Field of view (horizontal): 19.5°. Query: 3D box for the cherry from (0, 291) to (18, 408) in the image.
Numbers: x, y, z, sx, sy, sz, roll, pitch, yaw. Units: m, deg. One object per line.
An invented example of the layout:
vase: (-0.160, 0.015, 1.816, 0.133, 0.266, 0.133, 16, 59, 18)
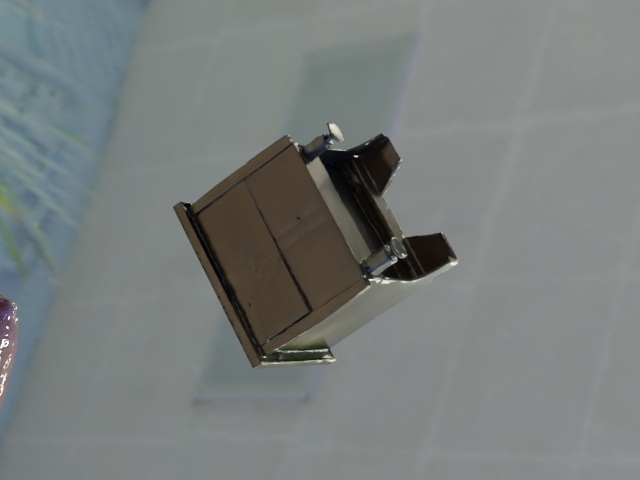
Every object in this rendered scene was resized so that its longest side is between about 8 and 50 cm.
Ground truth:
cherry: (-0.249, 0.075, 0.877, 0.249, 0.175, 0.192, -20, -115, 16)

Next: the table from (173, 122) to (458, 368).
table: (0.000, 0.000, 0.829, 0.082, 0.070, 0.083, -35, -108, 24)
